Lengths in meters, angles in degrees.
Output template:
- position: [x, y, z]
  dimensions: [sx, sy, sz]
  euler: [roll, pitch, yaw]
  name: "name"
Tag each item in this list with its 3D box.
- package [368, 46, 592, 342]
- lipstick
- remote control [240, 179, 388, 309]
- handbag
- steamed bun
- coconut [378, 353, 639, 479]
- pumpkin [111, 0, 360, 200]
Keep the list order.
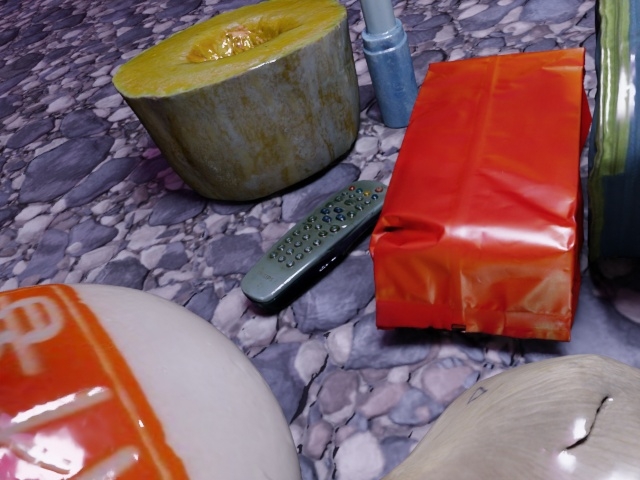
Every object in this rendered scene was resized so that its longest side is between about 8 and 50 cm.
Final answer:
- position: [0.186, -0.081, 0.691]
  dimensions: [0.195, 0.123, 0.424]
  euler: [3, 46, 24]
  name: "package"
- position: [0.081, -0.278, 0.840]
  dimensions: [0.061, 0.274, 0.068]
  euler: [-8, 41, 16]
  name: "lipstick"
- position: [0.000, 0.000, 0.743]
  dimensions: [0.222, 0.042, 0.072]
  euler: [-41, 44, -25]
  name: "remote control"
- position: [0.350, -0.094, 0.525]
  dimensions: [0.240, 0.263, 0.223]
  euler: [2, 70, 22]
  name: "handbag"
- position: [-0.200, 0.180, 0.410]
  dimensions: [0.374, 0.241, 0.375]
  euler: [-9, 42, 8]
  name: "steamed bun"
- position: [0.132, 0.165, 0.352]
  dimensions: [0.224, 0.224, 0.224]
  euler: [-12, 40, 11]
  name: "coconut"
- position: [-0.105, -0.199, 0.915]
  dimensions: [0.332, 0.199, 0.332]
  euler: [-10, 34, 6]
  name: "pumpkin"
